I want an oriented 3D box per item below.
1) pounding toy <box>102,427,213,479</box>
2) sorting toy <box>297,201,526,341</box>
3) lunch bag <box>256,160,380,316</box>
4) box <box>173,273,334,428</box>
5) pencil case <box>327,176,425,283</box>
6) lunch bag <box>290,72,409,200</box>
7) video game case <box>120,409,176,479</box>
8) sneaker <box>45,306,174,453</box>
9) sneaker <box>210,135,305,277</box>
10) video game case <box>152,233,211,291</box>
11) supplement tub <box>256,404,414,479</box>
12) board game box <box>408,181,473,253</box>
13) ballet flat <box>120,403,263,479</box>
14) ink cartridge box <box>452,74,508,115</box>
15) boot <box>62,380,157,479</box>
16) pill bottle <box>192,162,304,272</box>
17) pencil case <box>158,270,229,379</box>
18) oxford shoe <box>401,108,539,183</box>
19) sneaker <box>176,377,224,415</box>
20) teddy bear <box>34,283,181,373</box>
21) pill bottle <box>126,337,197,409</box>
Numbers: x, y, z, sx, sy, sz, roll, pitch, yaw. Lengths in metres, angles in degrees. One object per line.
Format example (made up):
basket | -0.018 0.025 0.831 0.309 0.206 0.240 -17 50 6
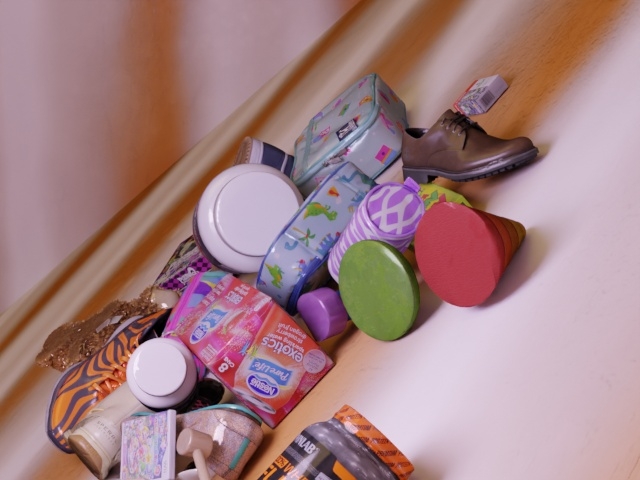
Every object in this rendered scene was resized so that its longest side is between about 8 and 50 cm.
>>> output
pounding toy | -0.196 0.307 1.312 0.181 0.094 0.206 -20 49 54
sorting toy | 0.121 0.040 1.401 0.126 0.127 0.365 -18 -7 -40
lunch bag | 0.000 0.000 1.686 0.219 0.090 0.176 -50 -8 -27
box | -0.098 0.144 1.552 0.122 0.128 0.257 -45 16 -8
pencil case | 0.073 -0.002 1.495 0.088 0.086 0.206 -41 -7 -25
lunch bag | 0.046 -0.177 2.060 0.224 0.108 0.279 -36 19 20
video game case | -0.222 0.269 1.460 0.122 0.011 0.087 -22 62 48
sneaker | -0.333 0.218 1.938 0.180 0.124 0.321 -27 22 47
sneaker | -0.104 -0.040 2.139 0.099 0.153 0.282 4 79 66
video game case | -0.243 0.019 2.385 0.232 0.042 0.210 -33 17 32
supplement tub | -0.008 0.254 1.071 0.190 0.117 0.117 -47 16 -11
board game box | 0.145 -0.030 1.565 0.092 0.043 0.181 -43 16 -2
ballet flat | -0.192 0.279 1.493 0.316 0.107 0.106 -22 42 54
ink cartridge box | 0.251 -0.234 1.859 0.063 0.029 0.115 -48 17 -15
boot | -0.294 0.266 1.758 0.203 0.095 0.262 -42 -2 -18
pill bottle | -0.118 -0.034 1.872 0.176 0.176 0.318 -46 5 -8
pencil case | -0.206 0.141 1.878 0.104 0.104 0.236 -35 17 27
oxford shoe | 0.193 -0.130 1.550 0.227 0.096 0.082 1 17 44
sneaker | -0.178 0.244 1.639 0.119 0.047 0.057 -49 16 38
teddy bear | -0.402 0.196 2.240 0.338 0.113 0.245 -30 26 17
pill bottle | -0.213 0.182 1.538 0.094 0.094 0.169 -47 -5 -13
